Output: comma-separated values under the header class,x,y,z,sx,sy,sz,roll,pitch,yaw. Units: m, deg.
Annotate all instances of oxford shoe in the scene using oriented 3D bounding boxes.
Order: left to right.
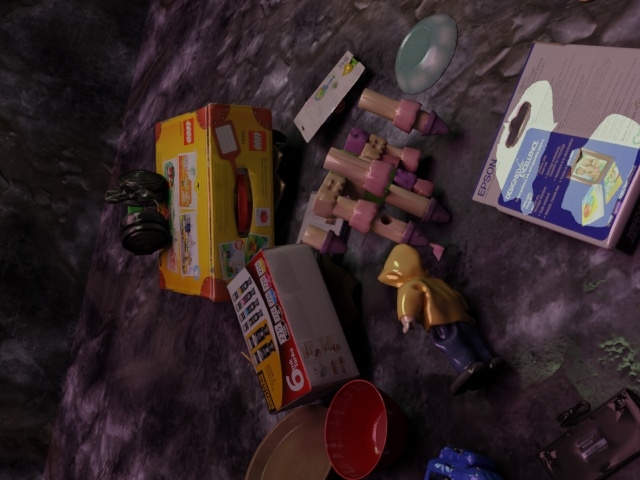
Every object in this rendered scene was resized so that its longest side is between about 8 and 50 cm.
class,x,y,z,sx,sy,sz,roll,pitch,yaw
oxford shoe,0.032,0.089,1.504,0.083,0.096,0.227,108,148,-63

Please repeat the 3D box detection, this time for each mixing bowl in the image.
class,x,y,z,sx,sy,sz,roll,pitch,yaw
mixing bowl,0.100,0.363,1.268,0.181,0.098,0.181,-30,51,46

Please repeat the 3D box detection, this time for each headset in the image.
class,x,y,z,sx,sy,sz,roll,pitch,yaw
headset,-0.518,-0.085,1.846,0.394,0.185,0.243,161,103,-67

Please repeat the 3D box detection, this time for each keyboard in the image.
class,x,y,z,sx,sy,sz,roll,pitch,yaw
keyboard,0.388,0.283,0.960,0.180,0.023,0.108,-50,46,28

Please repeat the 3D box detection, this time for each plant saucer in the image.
class,x,y,z,sx,sy,sz,roll,pitch,yaw
plant saucer,-0.056,0.477,1.413,0.278,0.041,0.278,-37,25,21
plant saucer,0.224,-0.428,1.509,0.195,0.037,0.195,-30,51,46

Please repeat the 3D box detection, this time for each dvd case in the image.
class,x,y,z,sx,sy,sz,roll,pitch,yaw
dvd case,0.000,0.000,1.643,0.179,0.029,0.239,15,87,57

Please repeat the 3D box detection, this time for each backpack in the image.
class,x,y,z,sx,sy,sz,roll,pitch,yaw
backpack,0.236,0.387,1.062,0.120,0.098,0.101,1,73,56

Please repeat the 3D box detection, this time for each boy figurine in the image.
class,x,y,z,sx,sy,sz,roll,pitch,yaw
boy figurine,0.191,0.126,1.159,0.285,0.177,0.092,54,128,29

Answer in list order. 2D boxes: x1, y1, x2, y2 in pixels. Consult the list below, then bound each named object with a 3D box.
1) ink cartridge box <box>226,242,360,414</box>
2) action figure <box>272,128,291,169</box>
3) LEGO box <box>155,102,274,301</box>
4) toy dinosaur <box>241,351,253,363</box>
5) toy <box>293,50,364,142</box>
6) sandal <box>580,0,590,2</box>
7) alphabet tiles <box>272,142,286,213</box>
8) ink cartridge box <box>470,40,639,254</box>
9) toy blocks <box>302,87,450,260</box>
class,x,y,z,sx,sy,sz,roll,pitch,yaw
ink cartridge box,-0.081,0.204,1.461,0.272,0.130,0.309,-44,61,50
action figure,-0.194,-0.248,1.986,0.285,0.099,0.185,-3,80,59
LEGO box,-0.300,-0.100,1.860,0.372,0.193,0.500,3,94,55
toy dinosaur,-0.116,0.303,1.659,0.211,0.064,0.112,-30,37,34
toy,0.034,-0.367,1.740,0.237,0.056,0.137,-53,34,19
sandal,0.458,-0.544,1.184,0.088,0.079,0.240,-7,70,54
alphabet tiles,-0.202,-0.156,1.913,0.285,0.011,0.342,53,134,34
ink cartridge box,0.419,-0.162,1.081,0.307,0.072,0.304,33,104,58
toy blocks,0.142,-0.092,1.349,0.309,0.260,0.288,108,-174,-46
